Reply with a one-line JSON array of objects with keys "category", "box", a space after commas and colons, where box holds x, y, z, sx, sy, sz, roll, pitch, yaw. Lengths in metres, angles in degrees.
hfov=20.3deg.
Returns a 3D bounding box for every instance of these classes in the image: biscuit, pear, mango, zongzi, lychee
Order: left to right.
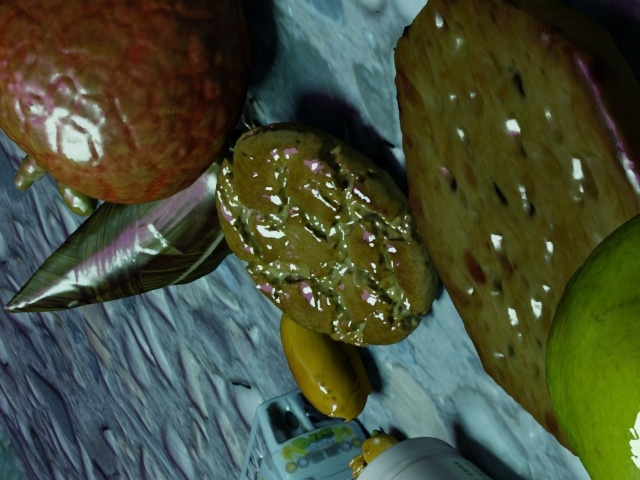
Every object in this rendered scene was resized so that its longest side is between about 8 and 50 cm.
[{"category": "lychee", "box": [-0.184, -0.146, 1.520, 0.255, 0.300, 0.255, 36, -165, -12]}, {"category": "zongzi", "box": [-0.169, -0.008, 1.654, 0.111, 0.241, 0.248, 60, 157, 8]}, {"category": "biscuit", "box": [0.000, 0.000, 1.482, 0.226, 0.042, 0.226, 26, 137, 27]}, {"category": "mango", "box": [0.004, 0.110, 1.649, 0.127, 0.063, 0.077, 60, 163, 21]}, {"category": "biscuit", "box": [0.149, -0.015, 1.188, 0.359, 0.046, 0.359, 53, 156, 36]}, {"category": "pear", "box": [0.234, 0.075, 0.925, 0.269, 0.212, 0.212, 18, 132, 51]}]

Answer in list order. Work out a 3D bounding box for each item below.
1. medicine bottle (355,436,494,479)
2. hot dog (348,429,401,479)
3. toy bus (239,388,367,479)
[{"category": "medicine bottle", "box": [0.135, 0.273, 1.458, 0.249, 0.133, 0.133, 36, 146, 48]}, {"category": "hot dog", "box": [0.088, 0.249, 1.634, 0.188, 0.055, 0.072, 48, 155, 29]}, {"category": "toy bus", "box": [-0.022, 0.271, 1.843, 0.330, 0.109, 0.136, 106, 143, -58]}]
